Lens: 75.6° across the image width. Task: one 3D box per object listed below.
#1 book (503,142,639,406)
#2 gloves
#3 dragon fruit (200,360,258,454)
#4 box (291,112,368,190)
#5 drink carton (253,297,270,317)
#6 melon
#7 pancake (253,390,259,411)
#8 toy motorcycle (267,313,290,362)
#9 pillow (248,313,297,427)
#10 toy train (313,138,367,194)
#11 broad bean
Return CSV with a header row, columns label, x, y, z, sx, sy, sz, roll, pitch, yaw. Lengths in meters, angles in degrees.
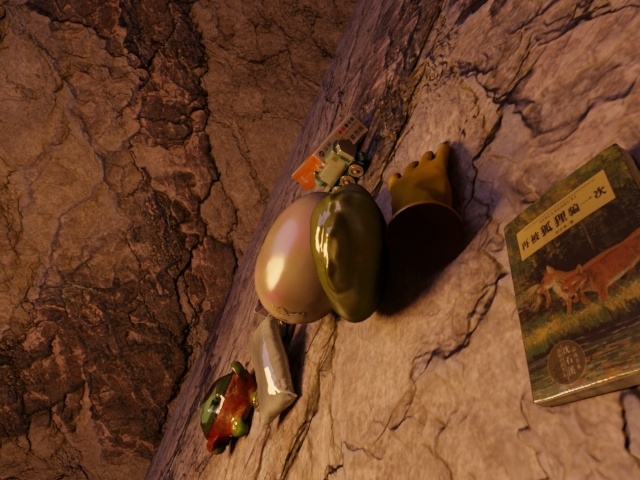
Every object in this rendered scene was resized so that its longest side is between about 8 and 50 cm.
label,x,y,z,sx,sy,sz,roll,pitch,yaw
book,0.257,0.030,0.405,0.160,0.024,0.229,-52,21,48
gloves,0.182,-0.085,0.733,0.132,0.116,0.295,-24,25,25
dragon fruit,-0.293,0.522,1.309,0.269,0.130,0.295,-63,15,-11
box,0.027,-0.303,1.444,0.221,0.091,0.273,-52,11,-20
drink carton,-0.116,0.160,1.304,0.222,0.101,0.134,-40,27,54
melon,-0.026,0.045,0.942,0.317,0.222,0.223,-61,16,10
pancake,-0.168,0.445,1.200,0.108,0.017,0.108,-59,13,22
toy motorcycle,-0.118,0.279,1.184,0.123,0.080,0.215,-56,29,25
pillow,-0.133,0.321,1.051,0.144,0.078,0.254,-55,38,30
toy train,0.055,-0.213,1.245,0.194,0.125,0.081,-47,20,47
broad bean,0.059,0.018,0.724,0.291,0.118,0.238,64,-153,-59
